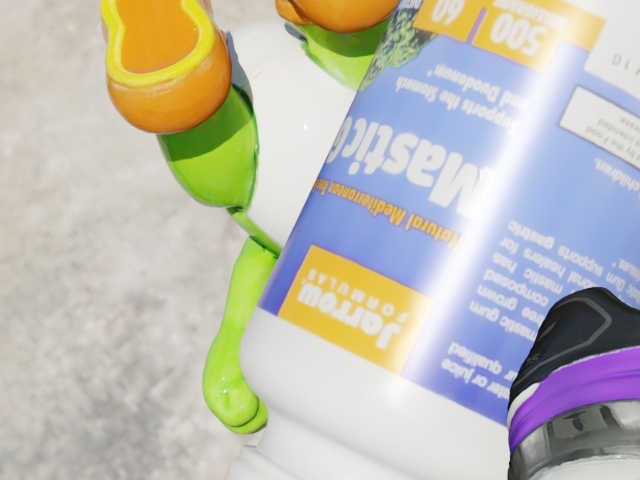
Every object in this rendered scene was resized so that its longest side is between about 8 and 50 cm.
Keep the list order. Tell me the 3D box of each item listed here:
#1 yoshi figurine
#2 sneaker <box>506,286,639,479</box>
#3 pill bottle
[{"bbox_3d":[0.018,0.012,0.994,0.204,0.362,0.203,5,49,26],"label":"yoshi figurine"},{"bbox_3d":[0.210,0.072,0.681,0.293,0.102,0.146,10,47,-6],"label":"sneaker"},{"bbox_3d":[0.058,0.022,0.794,0.152,0.152,0.272,20,84,58],"label":"pill bottle"}]
